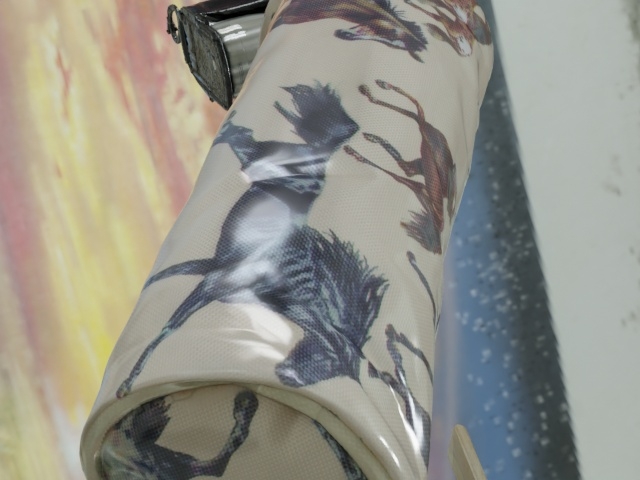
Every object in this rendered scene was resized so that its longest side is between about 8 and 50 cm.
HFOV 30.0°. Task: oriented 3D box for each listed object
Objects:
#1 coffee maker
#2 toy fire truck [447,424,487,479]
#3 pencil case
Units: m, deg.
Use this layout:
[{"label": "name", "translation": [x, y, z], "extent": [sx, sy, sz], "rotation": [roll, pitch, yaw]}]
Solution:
[{"label": "coffee maker", "translation": [-0.058, -0.238, 1.317], "extent": [0.171, 0.178, 0.120], "rotation": [58, -22, 29]}, {"label": "toy fire truck", "translation": [0.115, 0.327, 1.244], "extent": [0.158, 0.246, 0.217], "rotation": [43, -51, 18]}, {"label": "pencil case", "translation": [0.000, 0.000, 0.663], "extent": [0.410, 0.160, 0.183], "rotation": [-74, 170, -46]}]
